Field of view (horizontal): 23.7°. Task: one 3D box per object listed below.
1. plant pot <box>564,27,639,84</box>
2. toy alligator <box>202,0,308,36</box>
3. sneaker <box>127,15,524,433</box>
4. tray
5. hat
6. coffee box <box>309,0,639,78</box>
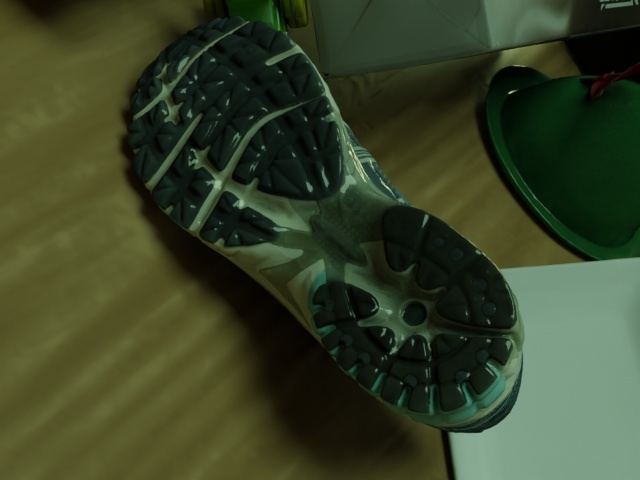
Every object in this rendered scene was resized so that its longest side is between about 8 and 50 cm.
[{"bbox_3d":[0.309,-0.171,1.218,0.187,0.167,0.188,-9,62,-50],"label":"plant pot"},{"bbox_3d":[-0.038,-0.129,0.871,0.190,0.056,0.051,16,68,-87],"label":"toy alligator"},{"bbox_3d":[0.000,0.000,0.805,0.283,0.110,0.122,51,-2,28],"label":"sneaker"},{"bbox_3d":[0.144,0.123,0.828,0.145,0.030,0.270,-5,49,-1],"label":"tray"},{"bbox_3d":[0.232,-0.095,1.047,0.173,0.183,0.208,37,36,-15],"label":"hat"},{"bbox_3d":[0.106,-0.206,1.002,0.297,0.119,0.168,-18,100,-59],"label":"coffee box"}]
